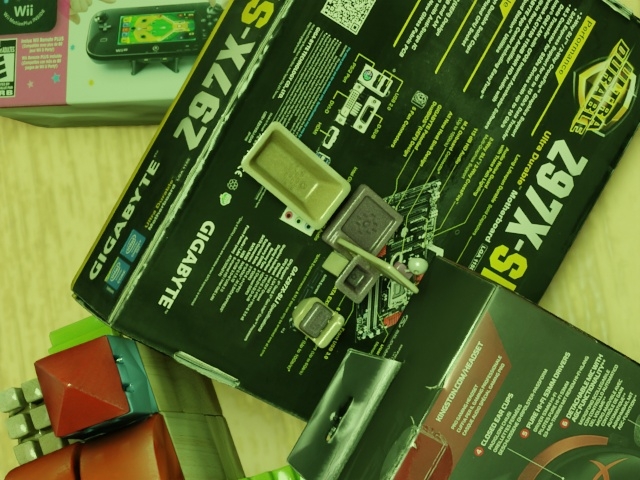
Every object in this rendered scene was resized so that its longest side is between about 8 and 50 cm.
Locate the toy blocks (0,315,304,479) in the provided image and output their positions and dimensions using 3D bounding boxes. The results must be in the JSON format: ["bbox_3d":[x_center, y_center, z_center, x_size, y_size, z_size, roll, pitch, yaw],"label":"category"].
[{"bbox_3d":[-0.104,0.208,1.054,0.190,0.261,0.381,-21,79,9],"label":"toy blocks"}]

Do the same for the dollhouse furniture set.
[{"bbox_3d":[0.000,0.000,0.974,0.114,0.081,0.091,40,85,-29],"label":"dollhouse furniture set"}]

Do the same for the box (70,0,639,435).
[{"bbox_3d":[0.038,-0.045,1.071,0.322,0.257,0.079,-61,31,1],"label":"box"}]

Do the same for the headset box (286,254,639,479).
[{"bbox_3d":[0.122,0.160,1.020,0.293,0.110,0.218,29,90,-18],"label":"headset box"}]

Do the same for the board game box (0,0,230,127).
[{"bbox_3d":[-0.108,-0.232,1.167,0.224,0.097,0.303,-1,83,24],"label":"board game box"}]
